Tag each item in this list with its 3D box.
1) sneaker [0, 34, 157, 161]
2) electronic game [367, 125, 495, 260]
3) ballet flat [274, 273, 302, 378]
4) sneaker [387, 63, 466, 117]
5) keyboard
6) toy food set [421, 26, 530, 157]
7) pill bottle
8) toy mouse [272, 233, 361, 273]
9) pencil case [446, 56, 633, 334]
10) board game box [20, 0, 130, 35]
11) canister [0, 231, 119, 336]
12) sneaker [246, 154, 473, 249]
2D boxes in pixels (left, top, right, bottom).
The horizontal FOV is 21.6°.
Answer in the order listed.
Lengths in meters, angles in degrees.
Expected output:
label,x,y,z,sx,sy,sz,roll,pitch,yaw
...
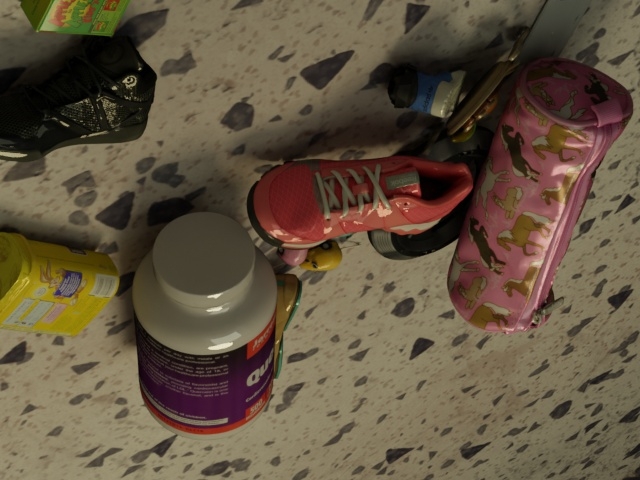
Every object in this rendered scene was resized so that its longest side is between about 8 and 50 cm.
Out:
label,x,y,z,sx,sy,sz,roll,pitch,yaw
sneaker,-0.264,-0.154,1.734,0.227,0.087,0.130,-12,143,-37
electronic game,0.161,-0.064,2.307,0.229,0.048,0.229,-27,145,-21
ballet flat,-0.078,0.117,2.342,0.073,0.080,0.232,7,141,-7
sneaker,0.130,-0.192,2.091,0.152,0.085,0.058,-45,151,-69
keyboard,0.322,-0.318,2.125,0.072,0.014,0.256,-5,141,-31
toy food set,0.209,-0.177,2.134,0.192,0.038,0.132,-48,-176,25
pill bottle,-0.146,0.108,2.134,0.181,0.181,0.323,-22,149,-18
toy mouse,0.000,0.000,2.265,0.161,0.031,0.143,-20,148,-21
pencil case,0.287,-0.057,2.237,0.160,0.167,0.386,-55,164,-53
board game box,-0.213,-0.282,1.631,0.092,0.043,0.181,-2,138,-41
canister,-0.336,0.056,1.988,0.126,0.073,0.170,-45,149,21
sneaker,0.055,-0.067,2.083,0.314,0.116,0.136,-7,170,-34
